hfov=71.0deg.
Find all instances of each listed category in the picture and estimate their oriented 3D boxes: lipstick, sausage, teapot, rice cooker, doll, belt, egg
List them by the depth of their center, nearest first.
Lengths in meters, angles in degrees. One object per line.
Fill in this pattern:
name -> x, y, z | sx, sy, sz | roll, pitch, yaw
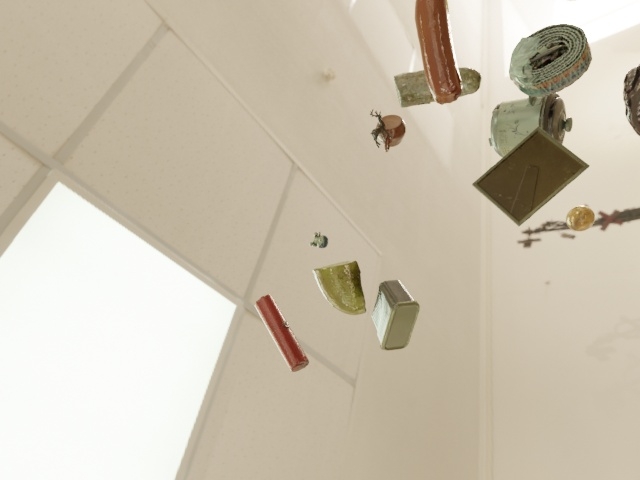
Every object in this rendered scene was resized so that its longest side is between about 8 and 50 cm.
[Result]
sausage -> 0.307, -0.512, 1.181 | 0.083, 0.089, 0.299 | -35, -67, -67
egg -> 0.824, -0.072, 1.421 | 0.096, 0.080, 0.080 | 38, -132, -58
lipstick -> -0.130, 0.306, 1.492 | 0.073, 0.073, 0.279 | 11, -144, -51
belt -> 0.790, -0.624, 1.560 | 0.150, 0.258, 0.207 | 17, -120, -49
teapot -> 0.258, -0.388, 1.641 | 0.116, 0.116, 0.173 | 47, -132, -33
rice cooker -> 0.870, -0.467, 1.843 | 0.264, 0.317, 0.316 | -46, -65, -34
doll -> 0.000, 0.000, 2.027 | 0.050, 0.083, 0.076 | 25, -98, -46

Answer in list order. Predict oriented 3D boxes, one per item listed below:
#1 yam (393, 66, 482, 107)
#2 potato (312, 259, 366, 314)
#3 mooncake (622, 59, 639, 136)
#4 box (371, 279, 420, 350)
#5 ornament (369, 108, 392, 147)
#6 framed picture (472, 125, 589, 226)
yam -> 0.425, -0.572, 1.665 | 0.133, 0.331, 0.133 | 1, -90, -65
potato -> 0.095, 0.253, 2.256 | 0.330, 0.213, 0.279 | 163, 92, -85
mooncake -> 0.922, -0.378, 1.121 | 0.283, 0.283, 0.141 | 51, -131, -29
box -> 0.312, 0.316, 1.913 | 0.138, 0.274, 0.178 | -1, -145, -18
ornament -> 0.195, -0.387, 1.529 | 0.073, 0.028, 0.125 | -38, -61, -20
framed picture -> 0.586, -0.182, 1.260 | 0.184, 0.250, 0.016 | 49, -175, 25
